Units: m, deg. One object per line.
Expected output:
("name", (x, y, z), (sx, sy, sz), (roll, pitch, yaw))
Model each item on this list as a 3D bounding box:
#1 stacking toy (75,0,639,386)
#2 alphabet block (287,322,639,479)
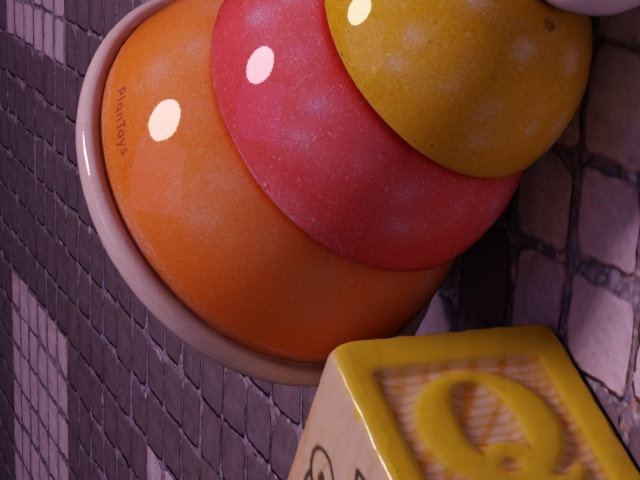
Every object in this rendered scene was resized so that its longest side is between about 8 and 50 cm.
("stacking toy", (0.076, -0.122, 1.020), (0.480, 0.350, 0.350), (-32, 63, 45))
("alphabet block", (0.100, 0.200, 1.063), (0.192, 0.193, 0.197), (-118, 33, -40))
